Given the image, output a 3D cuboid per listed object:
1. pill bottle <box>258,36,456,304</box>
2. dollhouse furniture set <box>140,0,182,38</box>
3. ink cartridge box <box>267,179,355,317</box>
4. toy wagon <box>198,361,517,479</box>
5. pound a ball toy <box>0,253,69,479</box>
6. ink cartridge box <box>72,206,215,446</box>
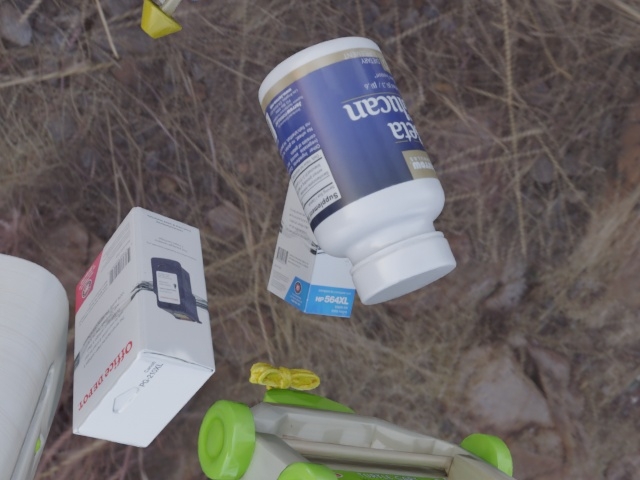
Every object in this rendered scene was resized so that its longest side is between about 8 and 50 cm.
[{"bbox_3d":[0.029,-0.046,0.657,0.094,0.169,0.094,-22,168,-5],"label":"pill bottle"},{"bbox_3d":[-0.293,-0.306,0.878,0.198,0.303,0.286,-48,150,11],"label":"dollhouse furniture set"},{"bbox_3d":[0.000,0.000,1.459,0.086,0.148,0.203,9,98,-26],"label":"ink cartridge box"},{"bbox_3d":[0.043,0.174,0.714,0.267,0.344,0.068,14,93,-31],"label":"toy wagon"},{"bbox_3d":[-0.260,0.134,0.442,0.208,0.319,0.135,11,132,-4],"label":"pound a ball toy"},{"bbox_3d":[-0.222,0.106,1.165,0.100,0.237,0.172,21,126,-30],"label":"ink cartridge box"}]
